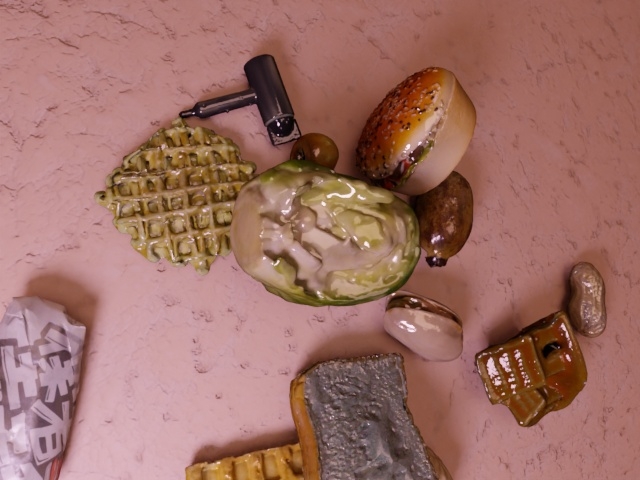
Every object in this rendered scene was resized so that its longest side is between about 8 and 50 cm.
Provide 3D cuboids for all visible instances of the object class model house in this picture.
[{"bbox_3d":[0.509,0.337,1.006,0.239,0.173,0.268,-17,85,-21],"label":"model house"}]

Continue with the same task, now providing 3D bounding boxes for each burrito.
[{"bbox_3d":[-0.503,0.321,0.698,0.138,0.101,0.446,8,78,-23],"label":"burrito"}]

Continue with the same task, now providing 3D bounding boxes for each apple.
[{"bbox_3d":[-0.011,-0.188,0.937,0.102,0.099,0.114,-4,108,-44],"label":"apple"}]

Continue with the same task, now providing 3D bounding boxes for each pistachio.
[{"bbox_3d":[0.244,0.204,0.959,0.215,0.144,0.144,30,73,-4],"label":"pistachio"}]

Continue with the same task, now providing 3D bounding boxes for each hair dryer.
[{"bbox_3d":[-0.188,-0.289,0.922,0.248,0.078,0.196,-19,89,-11],"label":"hair dryer"}]

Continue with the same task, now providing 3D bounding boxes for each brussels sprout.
[{"bbox_3d":[0.000,0.000,0.811,0.371,0.314,0.276,12,89,-32],"label":"brussels sprout"}]

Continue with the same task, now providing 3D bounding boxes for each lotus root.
[{"bbox_3d":[0.302,-0.053,1.016,0.145,0.128,0.260,13,72,-3],"label":"lotus root"}]

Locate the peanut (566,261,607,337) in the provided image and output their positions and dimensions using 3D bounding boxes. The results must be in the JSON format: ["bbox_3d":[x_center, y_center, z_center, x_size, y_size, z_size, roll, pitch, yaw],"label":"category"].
[{"bbox_3d":[0.756,0.167,1.163,0.098,0.090,0.215,4,78,11],"label":"peanut"}]

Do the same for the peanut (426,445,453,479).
[{"bbox_3d":[0.240,0.592,0.905,0.123,0.123,0.257,0,82,-19],"label":"peanut"}]

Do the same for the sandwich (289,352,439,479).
[{"bbox_3d":[0.082,0.390,0.836,0.271,0.099,0.301,0,59,-25],"label":"sandwich"}]

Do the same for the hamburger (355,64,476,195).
[{"bbox_3d":[0.203,-0.244,0.925,0.176,0.300,0.300,26,74,-20],"label":"hamburger"}]

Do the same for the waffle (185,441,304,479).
[{"bbox_3d":[-0.121,0.500,0.787,0.274,0.057,0.168,-3,51,-20],"label":"waffle"}]

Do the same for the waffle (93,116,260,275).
[{"bbox_3d":[-0.272,-0.098,0.852,0.297,0.073,0.317,39,72,-10],"label":"waffle"}]
